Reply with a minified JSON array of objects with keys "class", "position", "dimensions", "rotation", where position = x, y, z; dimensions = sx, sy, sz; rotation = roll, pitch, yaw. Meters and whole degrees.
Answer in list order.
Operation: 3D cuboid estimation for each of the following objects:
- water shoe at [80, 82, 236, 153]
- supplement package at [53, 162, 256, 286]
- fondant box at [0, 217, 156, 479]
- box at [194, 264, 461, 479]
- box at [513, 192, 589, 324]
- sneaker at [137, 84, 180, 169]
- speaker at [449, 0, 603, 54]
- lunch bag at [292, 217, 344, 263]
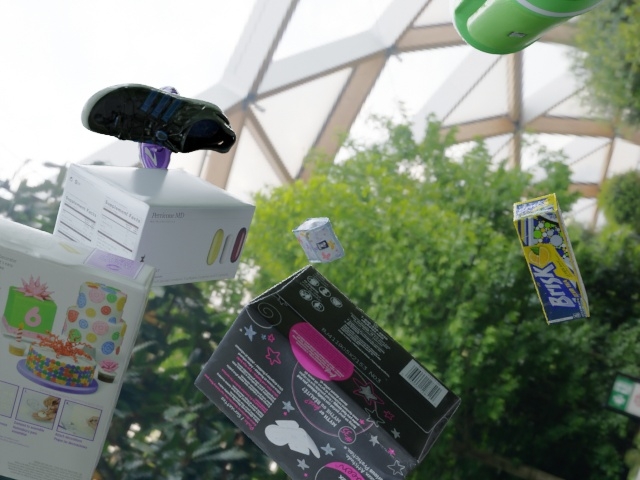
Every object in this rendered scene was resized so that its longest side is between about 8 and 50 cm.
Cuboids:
[{"class":"water shoe","position":[-0.201,-0.153,1.034],"dimensions":[0.203,0.080,0.073],"rotation":[-3,-56,-35]},{"class":"supplement package","position":[-0.282,-0.030,1.388],"dimensions":[0.261,0.204,0.145],"rotation":[-4,-64,-55]},{"class":"fondant box","position":[-0.385,0.160,1.089],"dimensions":[0.096,0.238,0.331],"rotation":[-91,20,-71]},{"class":"box","position":[0.009,0.176,0.933],"dimensions":[0.142,0.247,0.163],"rotation":[-54,-12,28]},{"class":"box","position":[0.310,0.027,1.075],"dimensions":[0.169,0.059,0.054],"rotation":[66,-156,-22]},{"class":"sneaker","position":[-0.297,-0.203,1.495],"dimensions":[0.071,0.068,0.170],"rotation":[-138,57,-63]},{"class":"speaker","position":[0.215,-0.273,0.840],"dimensions":[0.296,0.131,0.131],"rotation":[-99,25,-85]},{"class":"lunch bag","position":[0.000,0.000,1.391],"dimensions":[0.053,0.083,0.071],"rotation":[-39,-68,-30]}]
